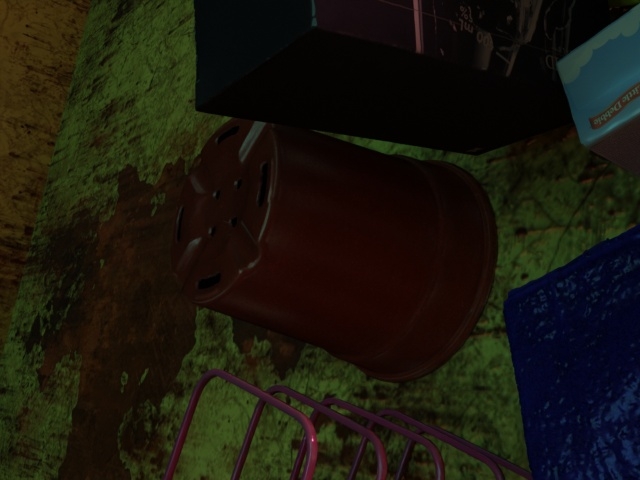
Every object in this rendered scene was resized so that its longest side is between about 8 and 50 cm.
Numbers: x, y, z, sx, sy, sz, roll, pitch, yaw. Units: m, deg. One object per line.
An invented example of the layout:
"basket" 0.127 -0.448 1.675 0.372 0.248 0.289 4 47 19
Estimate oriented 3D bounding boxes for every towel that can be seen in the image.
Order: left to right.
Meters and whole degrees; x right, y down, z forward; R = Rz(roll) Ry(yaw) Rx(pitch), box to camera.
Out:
"towel" 0.267 0.059 0.540 0.308 0.076 0.228 -40 29 36

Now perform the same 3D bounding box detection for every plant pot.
"plant pot" 0.000 0.000 0.809 0.272 0.265 0.272 -27 55 45

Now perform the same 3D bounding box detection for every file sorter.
"file sorter" 0.027 0.241 0.645 0.202 0.290 0.182 13 82 55

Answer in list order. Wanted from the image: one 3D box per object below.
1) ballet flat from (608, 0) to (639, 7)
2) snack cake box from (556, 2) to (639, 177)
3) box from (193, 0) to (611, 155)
"ballet flat" 0.259 -0.282 0.750 0.231 0.077 0.077 27 96 55
"snack cake box" 0.327 -0.144 0.528 0.264 0.152 0.089 -35 49 40
"box" 0.074 -0.261 0.647 0.179 0.343 0.312 -15 76 53
